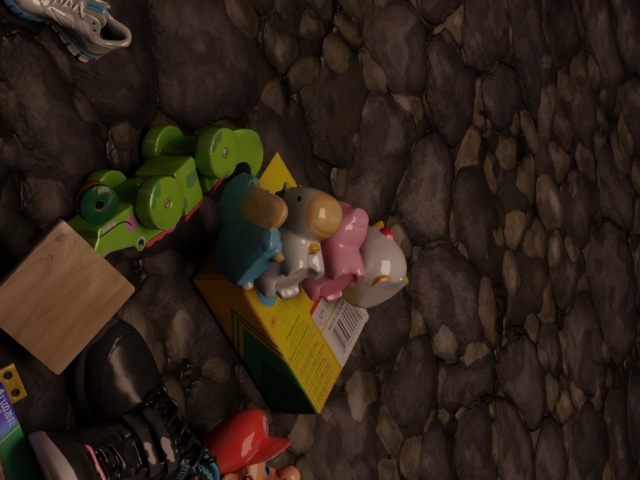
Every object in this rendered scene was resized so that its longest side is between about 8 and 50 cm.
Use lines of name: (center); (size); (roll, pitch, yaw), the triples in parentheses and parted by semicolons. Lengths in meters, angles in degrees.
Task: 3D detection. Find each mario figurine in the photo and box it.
mario figurine: (-0.073, 0.375, 1.935); (0.170, 0.198, 0.320); (-7, 97, -43)

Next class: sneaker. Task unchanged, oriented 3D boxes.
sneaker: (-0.292, -0.277, 1.754); (0.191, 0.083, 0.071); (33, 62, -49)
sneaker: (-0.227, 0.232, 1.616); (0.296, 0.147, 0.104); (142, -72, -80)
sneaker: (-0.187, 0.244, 1.815); (0.125, 0.140, 0.341); (-39, 118, -47)

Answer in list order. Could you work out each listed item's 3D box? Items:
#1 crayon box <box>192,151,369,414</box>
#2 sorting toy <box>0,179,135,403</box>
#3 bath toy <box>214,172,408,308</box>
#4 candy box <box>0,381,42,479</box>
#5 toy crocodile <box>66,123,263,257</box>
crayon box: (-0.059, 0.061, 2.072); (0.318, 0.081, 0.202); (62, 41, -33)
sorting toy: (-0.306, 0.065, 1.683); (0.274, 0.046, 0.132); (-49, 126, -9)
bath toy: (0.000, 0.000, 1.988); (0.348, 0.151, 0.129); (15, 41, -56)
candy box: (-0.409, 0.330, 1.495); (0.317, 0.122, 0.268); (-42, 122, -48)
toy crocodile: (-0.192, -0.062, 1.854); (0.340, 0.115, 0.105); (-45, 130, -48)
